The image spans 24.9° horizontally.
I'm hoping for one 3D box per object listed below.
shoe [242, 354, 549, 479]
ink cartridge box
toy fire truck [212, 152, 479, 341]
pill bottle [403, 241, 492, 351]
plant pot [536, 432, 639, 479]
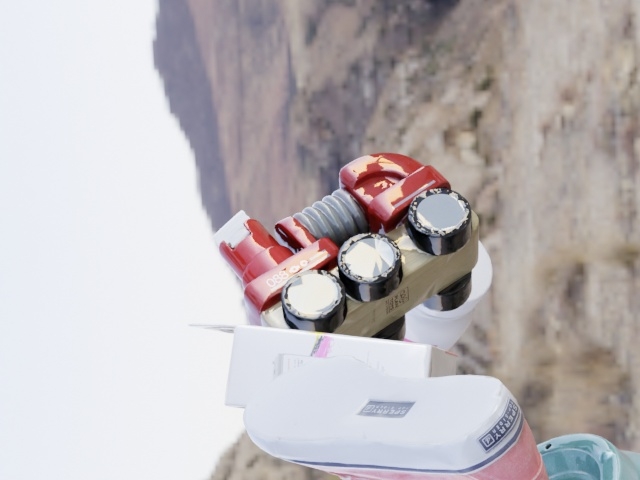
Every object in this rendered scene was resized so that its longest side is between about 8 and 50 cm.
[{"bbox_3d":[0.037,0.106,0.684,0.063,0.178,0.081,-45,-65,-31],"label":"shoe"},{"bbox_3d":[0.000,0.107,1.150,0.115,0.198,0.067,26,-110,-72],"label":"ink cartridge box"},{"bbox_3d":[0.000,0.000,1.366,0.246,0.217,0.158,46,159,32],"label":"toy fire truck"},{"bbox_3d":[0.114,0.101,1.990,0.283,0.160,0.160,123,153,-49],"label":"pill bottle"},{"bbox_3d":[0.230,0.288,1.215,0.196,0.293,0.293,50,-165,-18],"label":"plant pot"}]
